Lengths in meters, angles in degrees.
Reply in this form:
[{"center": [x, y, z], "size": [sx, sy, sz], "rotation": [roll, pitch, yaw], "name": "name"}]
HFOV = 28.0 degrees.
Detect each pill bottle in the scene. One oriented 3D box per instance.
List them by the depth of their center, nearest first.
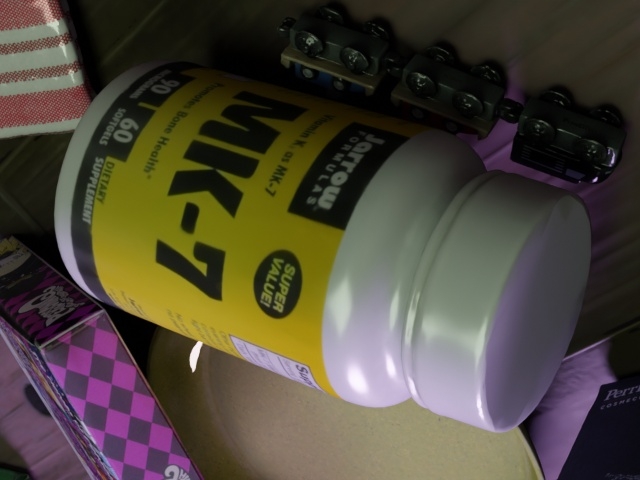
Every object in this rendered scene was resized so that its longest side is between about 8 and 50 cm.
[{"center": [0.000, 0.000, 0.549], "size": [0.208, 0.119, 0.119], "rotation": [18, 131, 29], "name": "pill bottle"}]

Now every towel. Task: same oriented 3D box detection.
[{"center": [-0.195, -0.136, 0.638], "size": [0.144, 0.029, 0.197], "rotation": [-2, 123, 18], "name": "towel"}]

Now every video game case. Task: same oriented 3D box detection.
[{"center": [-0.108, 0.117, 0.709], "size": [0.232, 0.042, 0.210], "rotation": [63, 163, -20], "name": "video game case"}]

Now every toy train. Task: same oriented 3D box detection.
[{"center": [0.052, -0.061, 0.548], "size": [0.158, 0.027, 0.036], "rotation": [23, 145, 16], "name": "toy train"}]

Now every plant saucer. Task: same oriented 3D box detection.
[{"center": [0.016, 0.109, 0.692], "size": [0.241, 0.037, 0.241], "rotation": [18, 132, 22], "name": "plant saucer"}]

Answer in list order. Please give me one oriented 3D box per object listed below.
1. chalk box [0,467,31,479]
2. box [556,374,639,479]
[{"center": [-0.295, 0.265, 0.891], "size": [0.132, 0.213, 0.132], "rotation": [8, 126, 29], "name": "chalk box"}, {"center": [0.173, 0.122, 0.512], "size": [0.156, 0.158, 0.093], "rotation": [-23, 109, 42], "name": "box"}]
